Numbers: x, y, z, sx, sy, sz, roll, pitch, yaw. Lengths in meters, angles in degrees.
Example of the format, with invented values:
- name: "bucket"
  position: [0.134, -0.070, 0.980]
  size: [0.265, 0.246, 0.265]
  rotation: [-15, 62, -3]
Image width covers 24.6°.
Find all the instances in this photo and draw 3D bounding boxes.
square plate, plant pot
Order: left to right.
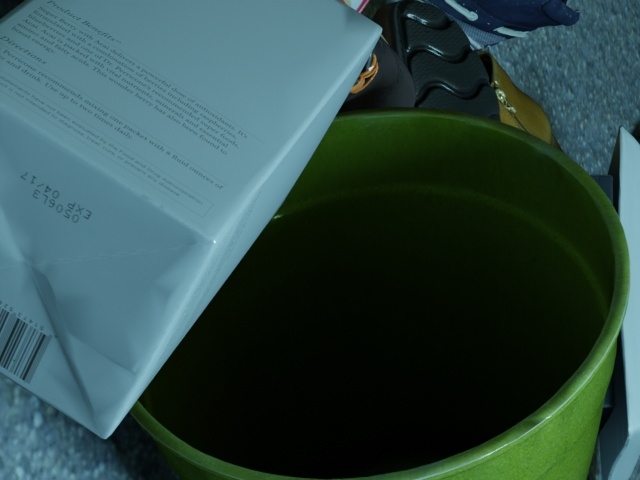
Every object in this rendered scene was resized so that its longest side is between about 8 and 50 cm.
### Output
- name: "plant pot"
  position: [0.056, 0.148, 1.125]
  size: [0.353, 0.366, 0.366]
  rotation: [77, 30, -43]
- name: "square plate"
  position: [0.348, 0.095, 1.662]
  size: [0.344, 0.049, 0.347]
  rotation: [75, 17, -68]

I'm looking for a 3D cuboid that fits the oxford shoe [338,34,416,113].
- name: "oxford shoe"
  position: [0.007, -0.133, 1.130]
  size: [0.271, 0.098, 0.097]
  rotation: [21, 103, -53]

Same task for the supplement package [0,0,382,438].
- name: "supplement package"
  position: [-0.112, -0.058, 0.910]
  size: [0.177, 0.175, 0.293]
  rotation: [32, 37, 2]

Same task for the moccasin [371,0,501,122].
- name: "moccasin"
  position: [0.110, -0.045, 1.419]
  size: [0.139, 0.147, 0.380]
  rotation: [-14, 88, -40]

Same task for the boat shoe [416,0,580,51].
- name: "boat shoe"
  position: [0.139, -0.305, 1.487]
  size: [0.340, 0.158, 0.127]
  rotation: [25, 63, -51]

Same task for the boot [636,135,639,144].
- name: "boot"
  position: [0.504, -0.018, 1.901]
  size: [0.118, 0.222, 0.338]
  rotation: [46, 48, -40]

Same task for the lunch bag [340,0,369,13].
- name: "lunch bag"
  position: [-0.076, -0.235, 1.143]
  size: [0.258, 0.120, 0.293]
  rotation: [-56, 145, 2]

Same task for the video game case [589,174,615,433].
- name: "video game case"
  position: [0.305, 0.084, 1.648]
  size: [0.275, 0.035, 0.248]
  rotation: [68, 23, -74]

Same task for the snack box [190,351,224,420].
- name: "snack box"
  position: [-0.093, 0.061, 1.197]
  size: [0.064, 0.022, 0.178]
  rotation: [54, 43, -38]

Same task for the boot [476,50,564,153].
- name: "boot"
  position: [0.189, -0.043, 1.574]
  size: [0.211, 0.104, 0.295]
  rotation: [43, 45, -36]
